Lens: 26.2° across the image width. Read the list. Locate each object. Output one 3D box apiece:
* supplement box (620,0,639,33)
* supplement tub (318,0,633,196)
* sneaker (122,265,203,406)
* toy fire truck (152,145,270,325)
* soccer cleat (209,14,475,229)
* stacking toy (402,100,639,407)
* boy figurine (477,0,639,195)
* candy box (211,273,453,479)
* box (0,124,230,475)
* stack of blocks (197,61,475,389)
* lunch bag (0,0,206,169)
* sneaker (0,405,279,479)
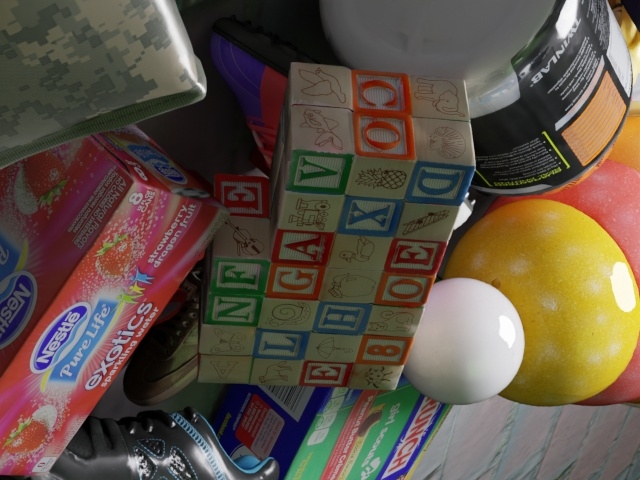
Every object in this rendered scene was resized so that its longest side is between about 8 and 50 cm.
[{"bbox_3d":[0.458,-0.353,1.331,0.356,0.194,0.195,-47,126,-6],"label":"supplement box"},{"bbox_3d":[0.149,-0.160,1.169,0.207,0.207,0.338,-50,154,2],"label":"supplement tub"},{"bbox_3d":[-0.118,0.063,1.239,0.188,0.066,0.071,-47,138,-16],"label":"sneaker"},{"bbox_3d":[-0.095,-0.011,1.174,0.135,0.047,0.192,1,125,-58],"label":"toy fire truck"},{"bbox_3d":[0.005,-0.064,1.117,0.116,0.108,0.318,-50,135,4],"label":"soccer cleat"},{"bbox_3d":[0.237,0.049,1.389,0.480,0.350,0.351,-14,137,-50],"label":"stacking toy"},{"bbox_3d":[0.265,-0.165,1.449,0.285,0.092,0.177,-42,-176,-18],"label":"boy figurine"},{"bbox_3d":[0.025,0.190,1.544,0.317,0.122,0.268,-14,136,-51],"label":"candy box"},{"bbox_3d":[-0.203,0.036,0.985,0.257,0.122,0.128,-54,153,10],"label":"box"},{"bbox_3d":[0.000,0.000,1.059,0.171,0.087,0.297,4,142,-8],"label":"stack of blocks"},{"bbox_3d":[-0.230,-0.134,0.657,0.287,0.169,0.235,-21,149,2],"label":"lunch bag"},{"bbox_3d":[-0.176,0.195,1.190,0.341,0.125,0.140,36,67,-37],"label":"sneaker"}]
